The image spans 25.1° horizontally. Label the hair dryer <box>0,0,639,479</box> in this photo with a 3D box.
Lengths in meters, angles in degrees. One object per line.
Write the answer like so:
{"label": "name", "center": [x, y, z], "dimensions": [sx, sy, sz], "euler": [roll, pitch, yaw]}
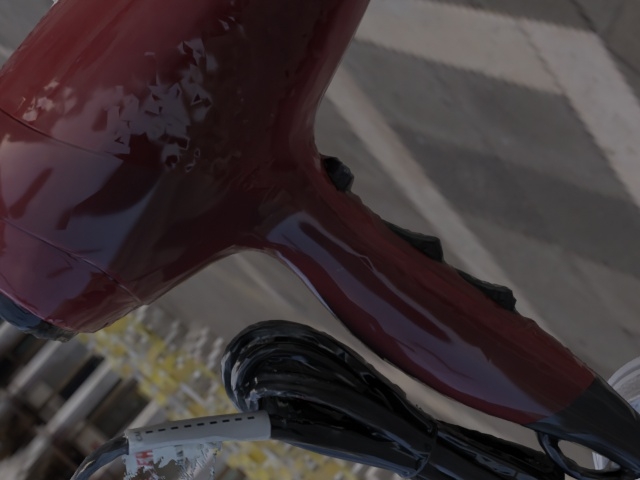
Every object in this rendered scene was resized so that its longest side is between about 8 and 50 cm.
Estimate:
{"label": "hair dryer", "center": [0.000, 0.000, 0.436], "dimensions": [0.080, 0.224, 0.293], "euler": [-132, 39, -66]}

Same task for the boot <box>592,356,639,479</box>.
{"label": "boot", "center": [0.142, 0.156, 0.476], "dimensions": [0.123, 0.095, 0.258], "euler": [3, -121, -51]}

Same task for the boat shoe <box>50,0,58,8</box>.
{"label": "boat shoe", "center": [-0.122, -0.156, 0.912], "dimensions": [0.109, 0.098, 0.302], "euler": [-115, 19, -69]}
